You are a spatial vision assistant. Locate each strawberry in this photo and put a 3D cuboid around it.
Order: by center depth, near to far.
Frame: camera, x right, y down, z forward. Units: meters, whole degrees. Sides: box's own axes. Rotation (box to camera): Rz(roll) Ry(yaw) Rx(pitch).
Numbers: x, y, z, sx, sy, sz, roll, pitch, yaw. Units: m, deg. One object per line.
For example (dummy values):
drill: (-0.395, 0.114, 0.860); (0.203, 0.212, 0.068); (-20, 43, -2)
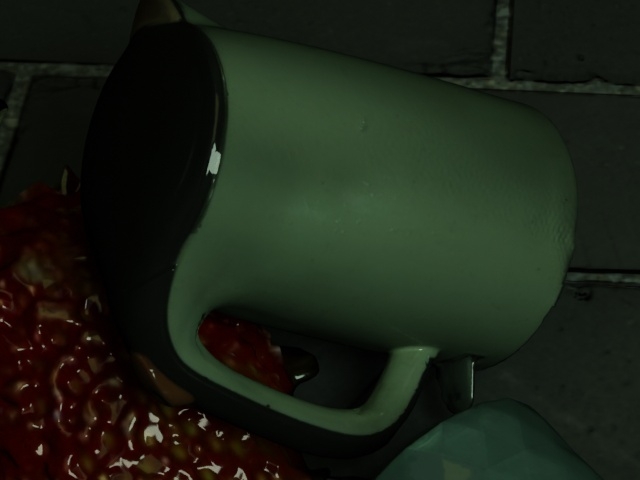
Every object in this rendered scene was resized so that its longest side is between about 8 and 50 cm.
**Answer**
strawberry: (-0.111, 0.074, 1.110); (0.233, 0.138, 0.306); (-37, 55, -27)

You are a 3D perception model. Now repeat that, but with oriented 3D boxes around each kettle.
kettle: (0.000, 0.000, 1.083); (0.255, 0.165, 0.240); (14, 69, -36)

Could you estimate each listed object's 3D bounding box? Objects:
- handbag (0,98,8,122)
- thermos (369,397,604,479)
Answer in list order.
handbag: (-0.364, 0.025, 1.101); (0.160, 0.237, 0.358); (41, 58, 2)
thermos: (0.150, 0.218, 0.976); (0.182, 0.145, 0.286); (-4, 40, -47)
